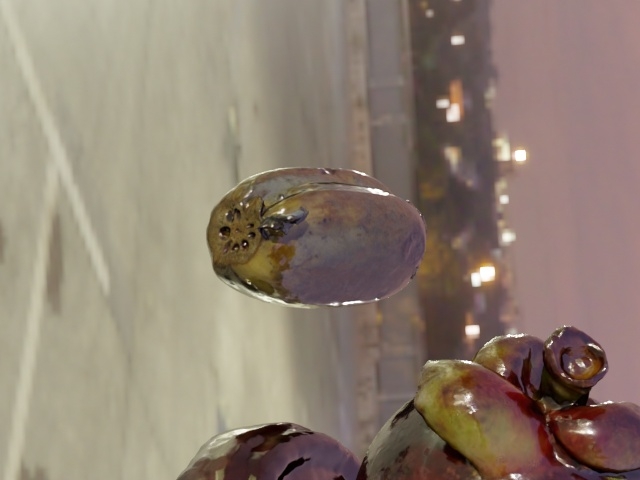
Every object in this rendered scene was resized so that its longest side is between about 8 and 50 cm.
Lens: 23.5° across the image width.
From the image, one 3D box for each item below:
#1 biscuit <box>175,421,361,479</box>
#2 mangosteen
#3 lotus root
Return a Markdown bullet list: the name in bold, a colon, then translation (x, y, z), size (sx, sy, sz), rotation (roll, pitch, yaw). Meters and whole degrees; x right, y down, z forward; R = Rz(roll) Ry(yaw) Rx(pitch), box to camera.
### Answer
- **biscuit**: translation (0.002, 0.329, 1.090), size (0.407, 0.091, 0.407), rotation (-13, 90, -74)
- **mangosteen**: translation (0.132, 0.167, 0.981), size (0.228, 0.228, 0.265), rotation (-86, -174, -62)
- **lotus root**: translation (0.000, 0.000, 1.374), size (0.124, 0.241, 0.123), rotation (45, -64, 35)
